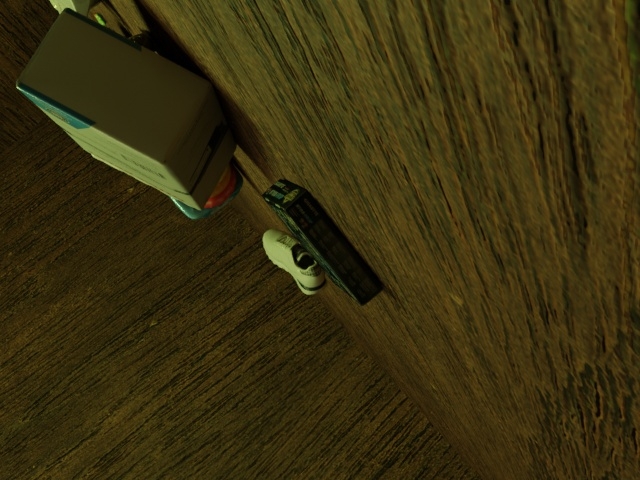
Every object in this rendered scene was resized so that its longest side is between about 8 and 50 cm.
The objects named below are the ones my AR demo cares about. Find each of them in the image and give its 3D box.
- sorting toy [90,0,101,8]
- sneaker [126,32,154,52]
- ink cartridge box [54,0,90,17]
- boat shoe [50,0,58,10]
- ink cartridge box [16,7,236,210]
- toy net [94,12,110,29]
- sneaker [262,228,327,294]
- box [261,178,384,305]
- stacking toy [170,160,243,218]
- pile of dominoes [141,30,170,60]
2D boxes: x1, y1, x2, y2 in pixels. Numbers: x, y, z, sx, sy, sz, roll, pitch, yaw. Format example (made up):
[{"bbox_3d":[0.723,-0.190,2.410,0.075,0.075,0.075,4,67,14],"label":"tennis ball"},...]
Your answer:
[{"bbox_3d":[-0.548,-0.545,2.008,0.083,0.075,0.045,51,174,-13],"label":"sorting toy"},{"bbox_3d":[-0.339,-0.344,1.713,0.086,0.064,0.192,40,169,-29],"label":"sneaker"},{"bbox_3d":[-0.531,-0.523,1.899,0.181,0.056,0.225,44,161,40],"label":"ink cartridge box"},{"bbox_3d":[-0.626,-0.645,2.060,0.079,0.084,0.233,-19,109,43],"label":"boat shoe"},{"bbox_3d":[-0.327,-0.219,1.618,0.285,0.166,0.395,28,172,5],"label":"ink cartridge box"},{"bbox_3d":[-0.580,-0.549,2.408,0.122,0.045,0.232,50,175,-17],"label":"toy net"},{"bbox_3d":[-0.065,0.029,2.191,0.235,0.090,0.095,40,158,37],"label":"sneaker"},{"bbox_3d":[0.000,0.000,1.521,0.220,0.051,0.175,51,174,-17],"label":"box"},{"bbox_3d":[-0.277,-0.191,2.081,0.166,0.175,0.302,48,161,12],"label":"stacking toy"},{"bbox_3d":[-0.308,-0.322,1.826,0.196,0.040,0.251,50,175,-10],"label":"pile of dominoes"}]
